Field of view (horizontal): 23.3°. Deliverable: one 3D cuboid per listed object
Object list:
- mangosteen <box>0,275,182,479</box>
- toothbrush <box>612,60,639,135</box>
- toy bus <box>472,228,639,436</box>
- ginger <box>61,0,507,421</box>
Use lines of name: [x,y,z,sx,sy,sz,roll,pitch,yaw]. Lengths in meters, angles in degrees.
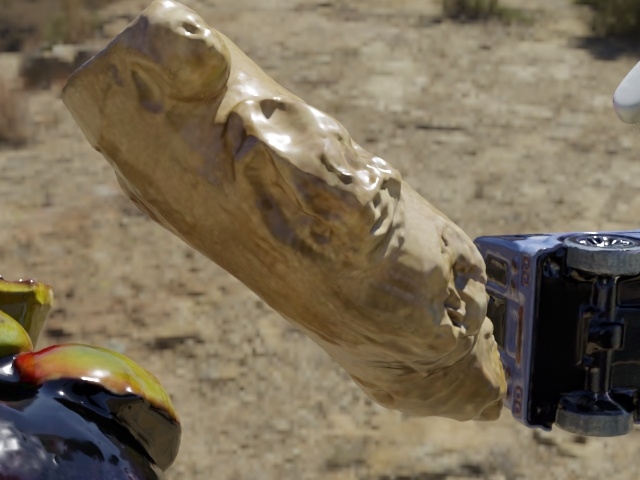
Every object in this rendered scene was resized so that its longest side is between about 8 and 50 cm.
mangosteen: [-0.187,0.146,0.763,0.275,0.275,0.302,5,57,11]
toothbrush: [0.198,-0.133,0.473,0.286,0.025,0.020,-44,44,3]
toy bus: [0.247,0.049,1.026,0.292,0.126,0.133,-2,11,-20]
ginger: [0.000,-0.001,0.585,0.074,0.213,0.137,-45,5,-10]
